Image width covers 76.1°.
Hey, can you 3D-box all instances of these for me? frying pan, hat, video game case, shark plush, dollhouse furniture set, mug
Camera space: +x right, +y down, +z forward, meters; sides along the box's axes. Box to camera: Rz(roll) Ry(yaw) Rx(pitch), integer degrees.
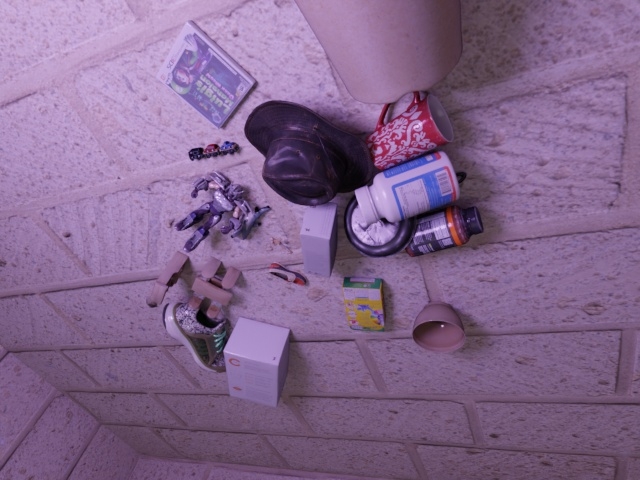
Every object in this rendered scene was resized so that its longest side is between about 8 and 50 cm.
[{"bbox_3d":[0.208,-0.056,1.042,0.325,0.053,0.198,-5,89,24],"label":"frying pan"},{"bbox_3d":[-0.047,-0.166,0.975,0.330,0.134,0.331,19,158,8],"label":"hat"},{"bbox_3d":[-0.277,-0.387,0.980,0.190,0.022,0.173,39,130,-18],"label":"video game case"},{"bbox_3d":[-0.212,-0.062,1.249,0.067,0.073,0.161,30,114,-37],"label":"shark plush"},{"bbox_3d":[-0.434,0.172,1.424,0.241,0.161,0.212,28,132,-9],"label":"dollhouse furniture set"},{"bbox_3d":[0.193,-0.251,0.927,0.169,0.151,0.113,-24,157,37],"label":"mug"}]

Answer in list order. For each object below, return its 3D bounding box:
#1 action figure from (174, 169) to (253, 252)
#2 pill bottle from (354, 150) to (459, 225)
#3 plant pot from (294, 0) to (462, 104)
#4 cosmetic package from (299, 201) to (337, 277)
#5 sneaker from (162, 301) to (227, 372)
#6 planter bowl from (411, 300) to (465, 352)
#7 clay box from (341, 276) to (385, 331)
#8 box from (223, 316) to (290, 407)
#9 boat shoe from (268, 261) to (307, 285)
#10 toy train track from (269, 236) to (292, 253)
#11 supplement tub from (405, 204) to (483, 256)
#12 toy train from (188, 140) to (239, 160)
[{"bbox_3d":[-0.316,-0.082,1.200,0.285,0.099,0.185,-36,90,33],"label":"action figure"},{"bbox_3d":[0.198,-0.115,0.958,0.221,0.124,0.124,-19,124,9],"label":"pill bottle"},{"bbox_3d":[0.098,-0.416,0.673,0.333,0.334,0.306,-10,138,24],"label":"plant pot"},{"bbox_3d":[0.000,0.000,1.135,0.085,0.118,0.231,10,152,6],"label":"cosmetic package"},{"bbox_3d":[-0.438,0.383,1.635,0.181,0.158,0.410,-23,125,18],"label":"sneaker"},{"bbox_3d":[0.376,0.265,1.304,0.161,0.109,0.162,9,132,10],"label":"planter bowl"},{"bbox_3d":[0.149,0.218,1.367,0.127,0.053,0.222,1,132,15],"label":"clay box"},{"bbox_3d":[-0.250,0.498,1.654,0.214,0.168,0.346,13,133,6],"label":"box"},{"bbox_3d":[-0.109,0.119,1.363,0.136,0.043,0.049,29,130,-12],"label":"boat shoe"},{"bbox_3d":[-0.127,0.018,1.298,0.083,0.014,0.048,37,130,-17],"label":"toy train track"},{"bbox_3d":[0.315,-0.028,1.067,0.197,0.106,0.106,-17,124,28],"label":"supplement tub"},{"bbox_3d":[-0.292,-0.245,1.108,0.158,0.027,0.036,-4,118,20],"label":"toy train"}]
